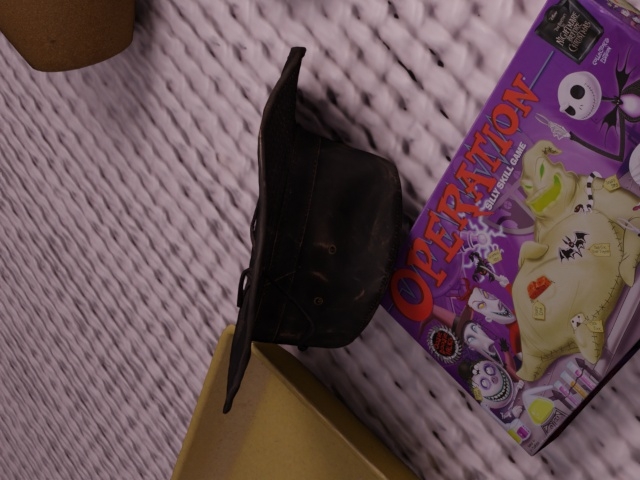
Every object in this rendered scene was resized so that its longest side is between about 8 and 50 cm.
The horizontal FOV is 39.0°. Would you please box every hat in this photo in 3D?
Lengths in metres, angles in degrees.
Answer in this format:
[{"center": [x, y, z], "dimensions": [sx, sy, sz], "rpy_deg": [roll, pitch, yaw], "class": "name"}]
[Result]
[{"center": [0.000, 0.000, 0.813], "dimensions": [0.134, 0.331, 0.331], "rpy_deg": [10, 120, -2], "class": "hat"}]

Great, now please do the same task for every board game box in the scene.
[{"center": [0.188, -0.005, 0.720], "dimensions": [0.208, 0.056, 0.347], "rpy_deg": [48, 133, 25], "class": "board game box"}]

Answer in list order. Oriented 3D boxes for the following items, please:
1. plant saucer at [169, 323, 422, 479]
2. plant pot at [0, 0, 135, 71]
[{"center": [-0.012, 0.294, 1.008], "dimensions": [0.333, 0.081, 0.333], "rpy_deg": [42, 131, 25], "class": "plant saucer"}, {"center": [-0.290, -0.317, 0.946], "dimensions": [0.237, 0.237, 0.254], "rpy_deg": [19, 133, 38], "class": "plant pot"}]
